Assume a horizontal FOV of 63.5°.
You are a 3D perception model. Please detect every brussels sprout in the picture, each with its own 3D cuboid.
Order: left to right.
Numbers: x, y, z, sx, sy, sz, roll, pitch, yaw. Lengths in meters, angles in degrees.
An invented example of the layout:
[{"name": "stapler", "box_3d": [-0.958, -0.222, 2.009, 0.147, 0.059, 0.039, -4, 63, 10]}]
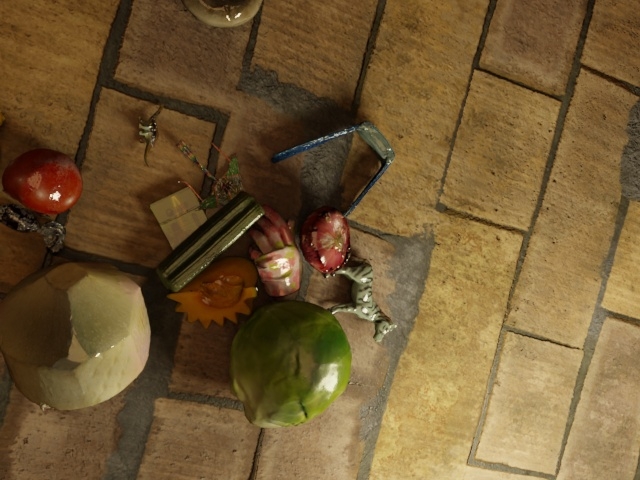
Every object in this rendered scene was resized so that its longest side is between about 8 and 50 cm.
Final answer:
[{"name": "brussels sprout", "box_3d": [-0.076, 0.319, 1.355, 0.343, 0.268, 0.344, 1, 98, 7]}]

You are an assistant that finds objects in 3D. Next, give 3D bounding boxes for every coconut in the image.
[{"name": "coconut", "box_3d": [-0.567, 0.203, 1.195, 0.352, 0.352, 0.353, 0, 92, -14]}]

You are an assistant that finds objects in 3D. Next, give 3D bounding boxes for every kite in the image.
[{"name": "kite", "box_3d": [-0.294, -0.169, 1.383, 0.244, 0.006, 0.198, 42, 71, -20]}]

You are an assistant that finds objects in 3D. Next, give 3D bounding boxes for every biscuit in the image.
[{"name": "biscuit", "box_3d": [-0.289, -0.001, 1.345, 0.322, 0.038, 0.099, -43, 78, -11]}]

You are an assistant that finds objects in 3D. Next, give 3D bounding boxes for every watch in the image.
[{"name": "watch", "box_3d": [0.048, -0.235, 1.463, 0.276, 0.068, 0.274, 43, 86, -12]}]

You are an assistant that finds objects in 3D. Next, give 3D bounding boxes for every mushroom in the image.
[{"name": "mushroom", "box_3d": [-0.251, -0.657, 1.308, 0.226, 0.178, 0.227, -4, 101, -20]}]

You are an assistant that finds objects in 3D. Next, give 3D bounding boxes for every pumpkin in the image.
[{"name": "pumpkin", "box_3d": [-0.256, 0.137, 1.381, 0.253, 0.149, 0.131, -9, 124, 15]}]

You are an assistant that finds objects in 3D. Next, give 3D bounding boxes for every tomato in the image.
[{"name": "tomato", "box_3d": [-0.655, -0.142, 1.233, 0.167, 0.167, 0.167, 0, 92, -14]}]

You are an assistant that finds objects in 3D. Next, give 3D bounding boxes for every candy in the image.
[{"name": "candy", "box_3d": [-0.738, -0.042, 1.268, 0.226, 0.051, 0.094, 32, 89, -15]}]

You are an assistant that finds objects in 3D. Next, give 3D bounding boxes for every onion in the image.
[{"name": "onion", "box_3d": [0.000, 0.000, 1.394, 0.184, 0.147, 0.184, 17, 69, -55]}]

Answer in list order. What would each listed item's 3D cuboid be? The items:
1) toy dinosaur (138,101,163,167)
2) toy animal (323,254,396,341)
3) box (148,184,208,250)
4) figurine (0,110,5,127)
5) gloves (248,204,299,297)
[{"name": "toy dinosaur", "box_3d": [-0.451, -0.278, 1.341, 0.058, 0.037, 0.180, 10, 89, -10]}, {"name": "toy animal", "box_3d": [0.097, 0.174, 1.476, 0.169, 0.090, 0.255, -22, 99, -17]}, {"name": "box", "box_3d": [-0.356, -0.035, 1.378, 0.121, 0.030, 0.193, -28, 99, -12]}, {"name": "figurine", "box_3d": [-0.862, -0.257, 1.201, 0.246, 0.131, 0.156, -37, 70, -2]}, {"name": "gloves", "box_3d": [-0.120, 0.023, 1.397, 0.145, 0.126, 0.241, -14, 102, -11]}]
